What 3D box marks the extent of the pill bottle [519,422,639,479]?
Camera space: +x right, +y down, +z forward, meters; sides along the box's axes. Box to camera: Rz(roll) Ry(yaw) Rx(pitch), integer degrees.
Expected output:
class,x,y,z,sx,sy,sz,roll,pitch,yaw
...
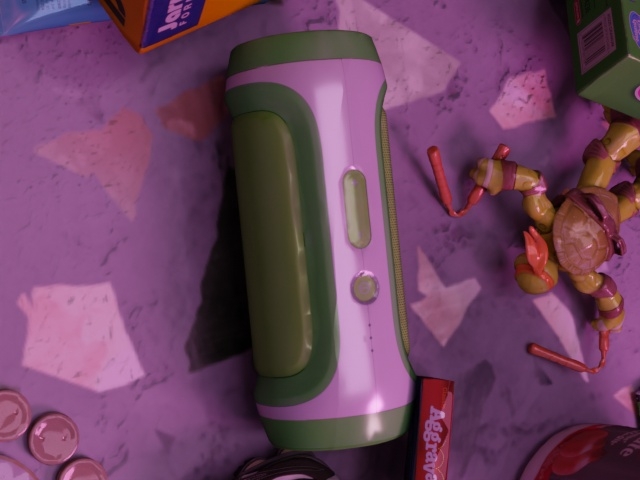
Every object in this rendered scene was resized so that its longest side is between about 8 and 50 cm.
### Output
class,x,y,z,sx,sy,sz,roll,pitch,yaw
pill bottle,0.314,0.245,0.843,0.176,0.318,0.176,2,86,-28

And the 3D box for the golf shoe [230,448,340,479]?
class,x,y,z,sx,sy,sz,roll,pitch,yaw
golf shoe,-0.070,0.215,0.775,0.198,0.094,0.077,-31,102,-24

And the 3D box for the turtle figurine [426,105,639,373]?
class,x,y,z,sx,sy,sz,roll,pitch,yaw
turtle figurine,0.227,-0.031,0.944,0.269,0.087,0.217,49,68,-16

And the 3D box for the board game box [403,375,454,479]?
class,x,y,z,sx,sy,sz,roll,pitch,yaw
board game box,0.074,0.247,0.822,0.027,0.145,0.281,5,84,1

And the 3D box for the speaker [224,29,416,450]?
class,x,y,z,sx,sy,sz,roll,pitch,yaw
speaker,0.000,0.000,0.803,0.131,0.131,0.297,-6,90,-27

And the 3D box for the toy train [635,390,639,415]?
class,x,y,z,sx,sy,sz,roll,pitch,yaw
toy train,0.317,0.178,1.019,0.023,0.017,0.083,-14,94,-17

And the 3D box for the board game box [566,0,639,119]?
class,x,y,z,sx,sy,sz,roll,pitch,yaw
board game box,0.367,-0.199,0.995,0.316,0.064,0.242,16,59,-26

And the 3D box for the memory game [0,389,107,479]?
class,x,y,z,sx,sy,sz,roll,pitch,yaw
memory game,-0.235,0.194,0.735,0.186,0.012,0.186,2,86,-28

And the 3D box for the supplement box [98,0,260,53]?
class,x,y,z,sx,sy,sz,roll,pitch,yaw
supplement box,-0.018,-0.318,0.744,0.356,0.194,0.195,-30,77,-25

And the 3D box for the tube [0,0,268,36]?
class,x,y,z,sx,sy,sz,roll,pitch,yaw
tube,-0.139,-0.197,0.790,0.207,0.052,0.080,-8,81,-22
